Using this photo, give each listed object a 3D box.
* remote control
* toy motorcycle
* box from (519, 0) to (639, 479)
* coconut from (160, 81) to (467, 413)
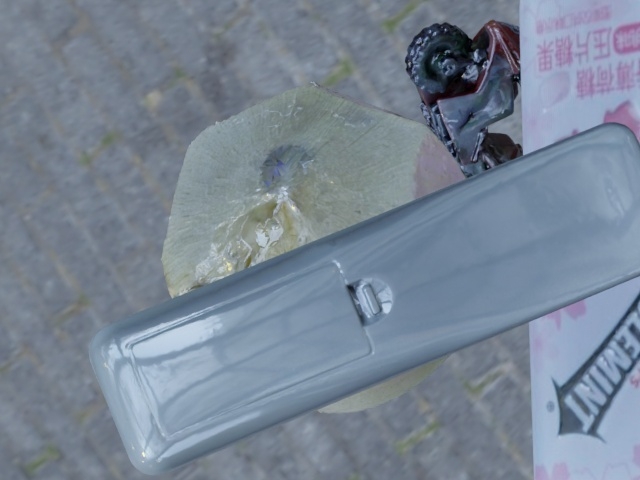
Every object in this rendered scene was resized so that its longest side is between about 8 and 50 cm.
[{"bbox_3d":[0.021,0.017,0.555,0.184,0.027,0.050,-22,86,-5],"label":"remote control"},{"bbox_3d":[0.153,-0.124,1.708,0.122,0.082,0.213,-22,128,-4],"label":"toy motorcycle"},{"bbox_3d":[0.217,0.002,1.101,0.190,0.112,0.369,-8,82,43],"label":"box"},{"bbox_3d":[-0.002,0.002,1.272,0.227,0.230,0.227,-8,64,17],"label":"coconut"}]
